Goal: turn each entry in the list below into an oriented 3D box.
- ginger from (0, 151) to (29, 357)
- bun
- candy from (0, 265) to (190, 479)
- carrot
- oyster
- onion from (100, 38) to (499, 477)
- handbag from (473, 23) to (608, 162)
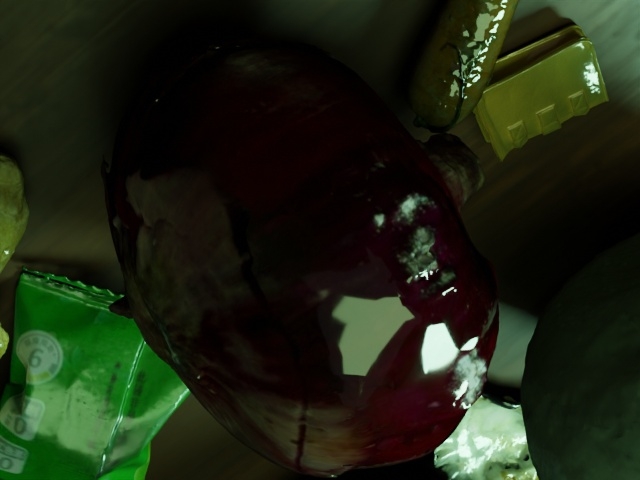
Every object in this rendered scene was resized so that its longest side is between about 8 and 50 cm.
[{"bbox_3d":[-0.241,0.040,0.667,0.115,0.081,0.205,-16,129,-47],"label":"ginger"},{"bbox_3d":[0.304,0.131,0.734,0.362,0.362,0.211,22,121,-29],"label":"bun"},{"bbox_3d":[-0.157,0.118,0.758,0.141,0.078,0.203,13,117,-25],"label":"candy"},{"bbox_3d":[0.106,-0.173,0.628,0.049,0.049,0.254,8,121,-22],"label":"carrot"},{"bbox_3d":[0.162,0.162,0.903,0.146,0.045,0.121,-20,134,9],"label":"oyster"},{"bbox_3d":[0.000,0.000,0.619,0.219,0.252,0.252,-35,133,-18],"label":"onion"},{"bbox_3d":[0.137,-0.093,0.706,0.083,0.027,0.061,-26,129,4],"label":"handbag"}]
